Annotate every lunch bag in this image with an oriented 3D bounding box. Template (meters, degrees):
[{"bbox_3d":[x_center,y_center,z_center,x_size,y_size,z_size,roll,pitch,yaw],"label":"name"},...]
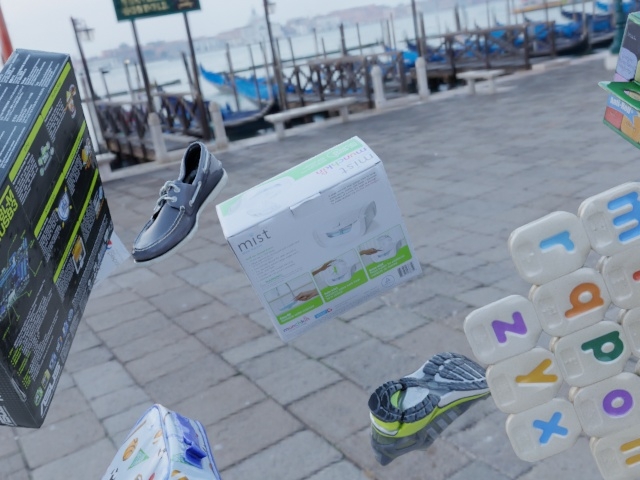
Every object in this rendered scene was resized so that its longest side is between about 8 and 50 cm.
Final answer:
[{"bbox_3d":[-0.240,0.377,0.958,0.243,0.115,0.303,-56,20,-4],"label":"lunch bag"}]

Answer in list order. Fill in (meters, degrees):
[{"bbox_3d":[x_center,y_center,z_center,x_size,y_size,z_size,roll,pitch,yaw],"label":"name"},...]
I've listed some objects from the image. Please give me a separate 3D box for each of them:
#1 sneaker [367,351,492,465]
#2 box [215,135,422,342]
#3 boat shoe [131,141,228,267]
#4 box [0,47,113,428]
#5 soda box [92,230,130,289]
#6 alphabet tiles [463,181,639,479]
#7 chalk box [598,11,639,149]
[{"bbox_3d":[0.186,0.281,1.132,0.299,0.121,0.111,-11,35,-37],"label":"sneaker"},{"bbox_3d":[0.000,0.000,1.084,0.262,0.231,0.127,-27,32,-2],"label":"box"},{"bbox_3d":[-0.182,-0.049,0.823,0.075,0.065,0.206,-6,36,26],"label":"boat shoe"},{"bbox_3d":[-0.198,0.002,0.454,0.045,0.184,0.191,5,51,1],"label":"box"},{"bbox_3d":[-0.313,0.014,0.755,0.216,0.069,0.074,-1,37,42],"label":"soda box"},{"bbox_3d":[0.292,0.094,0.646,0.278,0.284,0.021,-24,10,5],"label":"alphabet tiles"},{"bbox_3d":[0.526,-0.214,0.919,0.288,0.179,0.180,-17,43,-11],"label":"chalk box"}]
